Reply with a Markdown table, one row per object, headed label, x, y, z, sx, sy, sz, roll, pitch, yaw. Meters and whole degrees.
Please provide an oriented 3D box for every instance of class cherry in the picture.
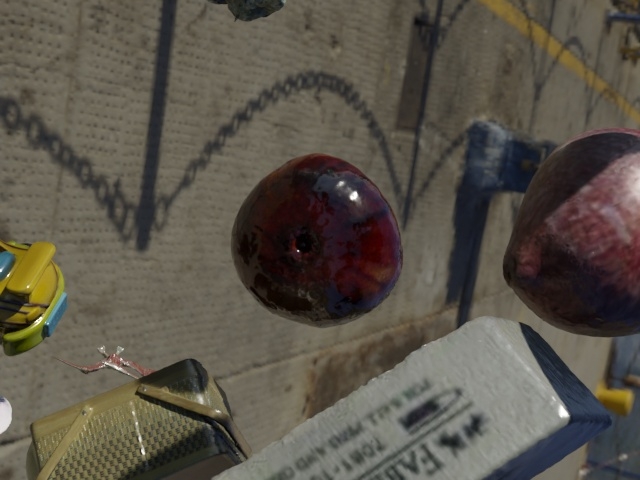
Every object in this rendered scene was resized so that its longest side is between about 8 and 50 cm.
| label | x | y | z | sx | sy | sz | roll | pitch | yaw |
| --- | --- | --- | --- | --- | --- | --- | --- | --- | --- |
| cherry | 0.321 | -0.004 | 1.028 | 0.300 | 0.203 | 0.230 | -25 | 118 | -33 |

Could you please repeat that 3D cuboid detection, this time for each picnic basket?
| label | x | y | z | sx | sy | sz | roll | pitch | yaw |
| --- | --- | --- | --- | --- | --- | --- | --- | --- | --- |
| picnic basket | -0.229 | 0.281 | 1.201 | 0.165 | 0.266 | 0.139 | 67 | 0 | -57 |

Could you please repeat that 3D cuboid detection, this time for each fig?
| label | x | y | z | sx | sy | sz | roll | pitch | yaw |
| --- | --- | --- | --- | --- | --- | --- | --- | --- | --- |
| fig | -0.001 | 0.000 | 1.251 | 0.214 | 0.235 | 0.235 | 2 | 100 | -52 |

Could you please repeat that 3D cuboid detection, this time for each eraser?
| label | x | y | z | sx | sy | sz | roll | pitch | yaw |
| --- | --- | --- | --- | --- | --- | --- | --- | --- | --- |
| eraser | 0.050 | 0.171 | 0.686 | 0.352 | 0.111 | 0.077 | -30 | 144 | -12 |

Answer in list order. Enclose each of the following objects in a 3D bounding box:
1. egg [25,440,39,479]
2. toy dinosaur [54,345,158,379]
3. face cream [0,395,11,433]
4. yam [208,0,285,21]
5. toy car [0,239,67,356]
| label | x | y | z | sx | sy | sz | roll | pitch | yaw |
| --- | --- | --- | --- | --- | --- | --- | --- | --- | --- |
| egg | -0.364 | 0.387 | 1.570 | 0.219 | 0.269 | 0.219 | -162 | -90 | -81 |
| toy dinosaur | -0.374 | 0.226 | 1.687 | 0.220 | 0.108 | 0.032 | 8 | 101 | -20 |
| face cream | -0.400 | 0.155 | 0.835 | 0.073 | 0.283 | 0.073 | -3 | 90 | -65 |
| yam | -0.057 | -0.278 | 0.694 | 0.093 | 0.093 | 0.259 | 65 | 21 | -52 |
| toy car | -0.467 | 0.047 | 1.229 | 0.200 | 0.248 | 0.142 | -77 | 178 | -47 |
